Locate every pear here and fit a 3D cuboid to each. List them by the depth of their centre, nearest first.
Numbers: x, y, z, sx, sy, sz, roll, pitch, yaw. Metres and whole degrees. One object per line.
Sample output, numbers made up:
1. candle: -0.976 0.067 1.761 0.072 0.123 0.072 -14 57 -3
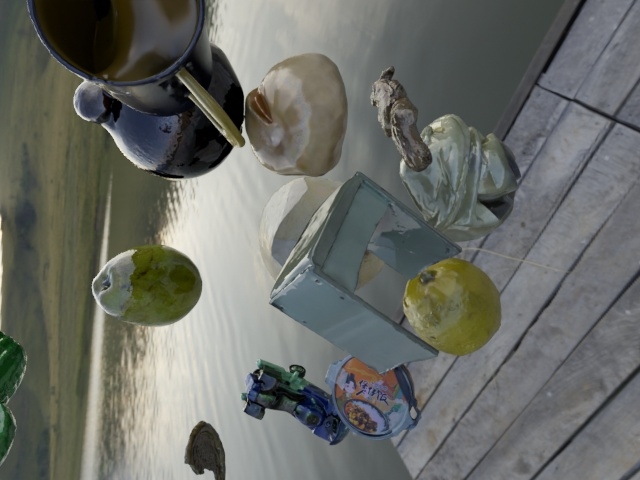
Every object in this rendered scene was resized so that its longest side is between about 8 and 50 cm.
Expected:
1. pear: -0.494 0.132 1.312 0.253 0.307 0.252 -9 75 35

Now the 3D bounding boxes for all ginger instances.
1. ginger: 0.169 -0.266 0.986 0.122 0.084 0.289 119 147 -41

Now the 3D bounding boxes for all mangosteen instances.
1. mangosteen: -0.304 -0.259 0.887 0.297 0.314 0.296 25 123 45

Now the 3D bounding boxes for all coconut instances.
1. coconut: 0.000 0.000 1.373 0.344 0.416 0.415 -64 34 25

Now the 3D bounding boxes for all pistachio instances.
1. pistachio: -0.041 -0.261 0.951 0.308 0.230 0.229 -79 16 -46

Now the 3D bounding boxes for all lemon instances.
1. lemon: 0.363 0.181 1.233 0.261 0.261 0.283 27 139 61

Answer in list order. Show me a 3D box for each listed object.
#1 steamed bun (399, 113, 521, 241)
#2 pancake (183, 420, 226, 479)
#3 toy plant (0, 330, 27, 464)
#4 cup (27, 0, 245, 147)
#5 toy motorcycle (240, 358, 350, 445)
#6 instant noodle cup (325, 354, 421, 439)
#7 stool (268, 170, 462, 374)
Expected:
1. steamed bun: 0.396 -0.170 1.184 0.238 0.394 0.345 -9 79 37
2. pancake: -0.270 0.523 1.064 0.190 0.020 0.184 43 -145 -71
3. toy plant: -0.340 0.166 0.367 0.240 0.155 0.088 -115 36 -55
4. cup: -0.222 -0.226 0.603 0.256 0.179 0.254 -150 44 -80
5. toy motorcycle: -0.040 0.425 1.168 0.125 0.332 0.196 -65 12 6
6. instant noodle cup: 0.129 0.320 0.969 0.208 0.126 0.177 39 100 25
7. stool: 0.087 0.061 0.829 0.170 0.270 0.243 -41 17 51
